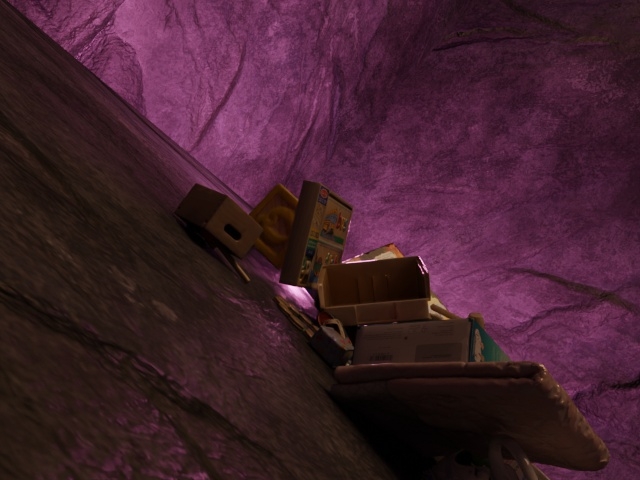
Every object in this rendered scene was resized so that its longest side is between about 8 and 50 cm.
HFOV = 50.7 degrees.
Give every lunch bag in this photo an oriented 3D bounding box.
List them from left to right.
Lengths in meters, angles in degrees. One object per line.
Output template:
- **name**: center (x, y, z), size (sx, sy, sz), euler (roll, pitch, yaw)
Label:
- **lunch bag**: center (0.027, 0.197, 1.232), size (0.071, 0.053, 0.083), euler (41, 9, 25)

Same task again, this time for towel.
- **towel**: center (0.223, 0.263, 0.990), size (0.317, 0.053, 0.332), euler (-8, -35, 33)

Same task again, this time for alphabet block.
- **alphabet block**: center (-0.103, -0.026, 2.051), size (0.192, 0.193, 0.197), euler (41, 0, 15)

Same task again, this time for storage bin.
- **storage bin**: center (0.131, 0.127, 1.676), size (0.260, 0.262, 0.123), euler (-66, 151, -83)

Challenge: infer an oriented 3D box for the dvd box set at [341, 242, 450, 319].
- **dvd box set**: center (0.239, 0.216, 2.105), size (0.307, 0.062, 0.420), euler (-19, 62, -38)

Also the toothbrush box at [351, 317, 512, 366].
- **toothbrush box**: center (0.215, 0.254, 1.163), size (0.216, 0.126, 0.295), euler (-9, -34, 33)

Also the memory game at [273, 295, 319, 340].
- **memory game**: center (-0.024, 0.175, 1.351), size (0.186, 0.012, 0.186), euler (43, 0, 0)

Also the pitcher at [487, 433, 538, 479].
- **pitcher**: center (0.284, 0.370, 0.878), size (0.207, 0.125, 0.178), euler (-142, -139, -59)

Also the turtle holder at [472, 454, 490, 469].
- **turtle holder**: center (0.347, 0.403, 1.575), size (0.227, 0.243, 0.320), euler (26, 32, 24)

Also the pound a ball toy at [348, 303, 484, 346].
- **pound a ball toy**: center (0.237, 0.243, 1.699), size (0.319, 0.208, 0.136), euler (8, -74, 61)

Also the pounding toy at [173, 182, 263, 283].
- **pounding toy**: center (-0.180, -0.013, 1.239), size (0.130, 0.100, 0.141), euler (23, -17, 45)

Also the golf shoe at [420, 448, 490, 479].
- **golf shoe**: center (0.193, 0.333, 0.887), size (0.069, 0.086, 0.176), euler (45, 1, -18)

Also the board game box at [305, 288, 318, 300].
- **board game box**: center (0.044, 0.215, 2.106), size (0.211, 0.039, 0.160), euler (42, 2, -38)

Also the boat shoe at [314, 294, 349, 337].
- **boat shoe**: center (0.077, 0.226, 1.852), size (0.223, 0.080, 0.073), euler (38, 6, -5)

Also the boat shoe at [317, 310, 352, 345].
- **boat shoe**: center (0.026, 0.198, 1.495), size (0.043, 0.049, 0.137), euler (47, 4, -40)

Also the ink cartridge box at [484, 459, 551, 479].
- **ink cartridge box**: center (0.498, 0.598, 1.729), size (0.181, 0.104, 0.061), euler (42, 0, 12)

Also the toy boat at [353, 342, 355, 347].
- **toy boat**: center (0.160, 0.249, 1.455), size (0.151, 0.151, 0.231), euler (47, 1, 12)

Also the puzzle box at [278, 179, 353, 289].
- **puzzle box**: center (0.000, 0.000, 1.869), size (0.052, 0.272, 0.409), euler (12, -2, 16)
